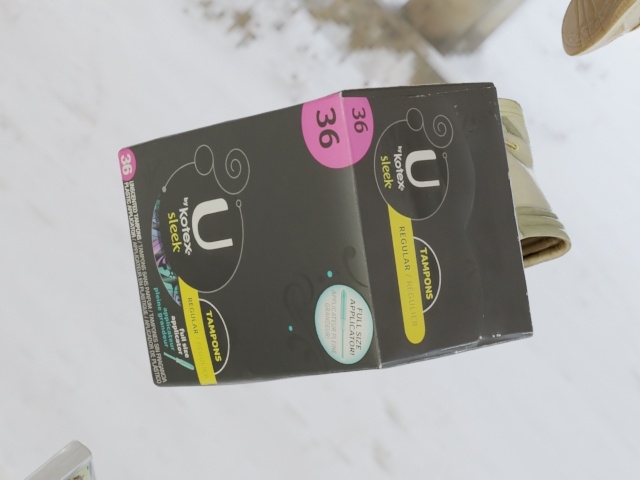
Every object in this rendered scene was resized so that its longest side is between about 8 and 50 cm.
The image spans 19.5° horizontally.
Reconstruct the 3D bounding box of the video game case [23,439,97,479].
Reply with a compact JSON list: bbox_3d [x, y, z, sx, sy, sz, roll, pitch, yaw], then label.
[{"bbox_3d":[-0.237,0.267,1.384,0.023,0.193,0.212,37,-31,27],"label":"video game case"}]

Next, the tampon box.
[{"bbox_3d":[0.000,0.000,0.862,0.101,0.161,0.120,-8,88,-42],"label":"tampon box"}]

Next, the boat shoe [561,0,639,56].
[{"bbox_3d":[0.263,-0.202,1.549,0.059,0.170,0.063,6,65,-26],"label":"boat shoe"}]

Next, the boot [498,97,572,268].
[{"bbox_3d":[0.109,-0.045,1.650,0.213,0.077,0.165,-4,59,-24],"label":"boot"}]
